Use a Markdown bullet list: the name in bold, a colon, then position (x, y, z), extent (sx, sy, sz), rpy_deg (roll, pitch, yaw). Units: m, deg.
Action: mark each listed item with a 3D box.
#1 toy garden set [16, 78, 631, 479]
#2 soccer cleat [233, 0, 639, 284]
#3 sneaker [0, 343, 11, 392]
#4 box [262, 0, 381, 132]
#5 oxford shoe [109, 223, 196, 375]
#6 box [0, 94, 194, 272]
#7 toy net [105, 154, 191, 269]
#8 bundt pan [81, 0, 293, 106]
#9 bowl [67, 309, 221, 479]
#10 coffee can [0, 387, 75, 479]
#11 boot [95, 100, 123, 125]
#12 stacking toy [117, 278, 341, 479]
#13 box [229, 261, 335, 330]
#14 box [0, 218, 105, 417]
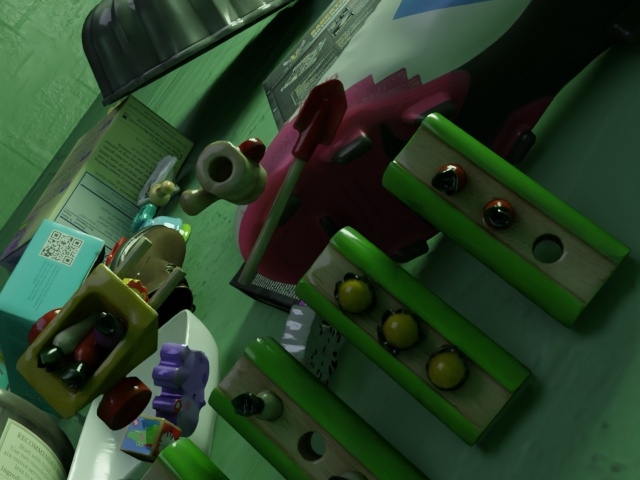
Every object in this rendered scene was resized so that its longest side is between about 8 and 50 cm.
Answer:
- **toy garden set**: position (-0.020, 0.037, 0.355), extent (0.244, 0.203, 0.049), rpy_deg (-52, -19, 4)
- **soccer cleat**: position (0.076, -0.109, 0.457), extent (0.331, 0.116, 0.143), rpy_deg (-41, 40, 8)
- **sneaker**: position (-0.438, 0.167, 1.020), extent (0.107, 0.110, 0.275), rpy_deg (-43, 25, 22)
- **box**: position (0.048, -0.185, 0.688), extent (0.231, 0.056, 0.183), rpy_deg (-47, 24, 13)
- **oxford shoe**: position (-0.155, 0.055, 0.729), extent (0.096, 0.083, 0.227), rpy_deg (-14, 31, 14)
- **box**: position (-0.324, -0.054, 1.104), extent (0.213, 0.117, 0.243), rpy_deg (-19, 40, 51)
- **toy net**: position (-0.208, -0.026, 0.953), extent (0.122, 0.045, 0.232), rpy_deg (-46, 23, 21)
- **bundt pan**: position (-0.188, -0.321, 1.068), extent (0.330, 0.124, 0.331), rpy_deg (-26, 15, 8)
- **bowl**: position (-0.125, 0.139, 0.566), extent (0.142, 0.053, 0.142), rpy_deg (-40, 27, 24)
- **coffee can**: position (-0.308, 0.263, 0.543), extent (0.201, 0.201, 0.275), rpy_deg (-41, 27, 25)
- **boot**: position (-0.396, -0.143, 1.378), extent (0.203, 0.095, 0.262), rpy_deg (-50, 23, 6)
- **stacking toy**: position (-0.095, 0.127, 0.449), extent (0.166, 0.052, 0.221), rpy_deg (5, 62, 25)
- **box**: position (0.000, 0.000, 0.559), extent (0.116, 0.029, 0.162), rpy_deg (-57, 26, -11)
- **box**: position (-0.266, 0.088, 0.764), extent (0.244, 0.060, 0.101), rpy_deg (118, 172, -56)
